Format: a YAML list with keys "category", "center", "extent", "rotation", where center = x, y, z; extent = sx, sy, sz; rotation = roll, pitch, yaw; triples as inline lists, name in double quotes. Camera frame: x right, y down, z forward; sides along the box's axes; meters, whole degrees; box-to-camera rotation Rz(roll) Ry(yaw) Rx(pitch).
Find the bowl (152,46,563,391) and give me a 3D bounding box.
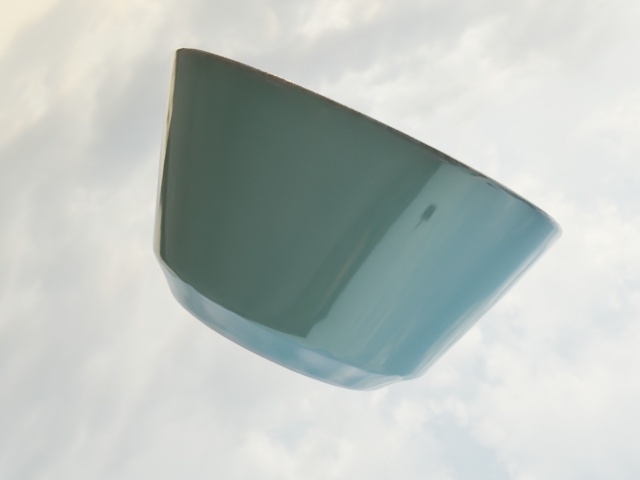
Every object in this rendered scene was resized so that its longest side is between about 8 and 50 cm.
- category: "bowl"
  center: [0.000, 0.000, 0.529]
  extent: [0.311, 0.312, 0.163]
  rotation: [29, -87, 52]
